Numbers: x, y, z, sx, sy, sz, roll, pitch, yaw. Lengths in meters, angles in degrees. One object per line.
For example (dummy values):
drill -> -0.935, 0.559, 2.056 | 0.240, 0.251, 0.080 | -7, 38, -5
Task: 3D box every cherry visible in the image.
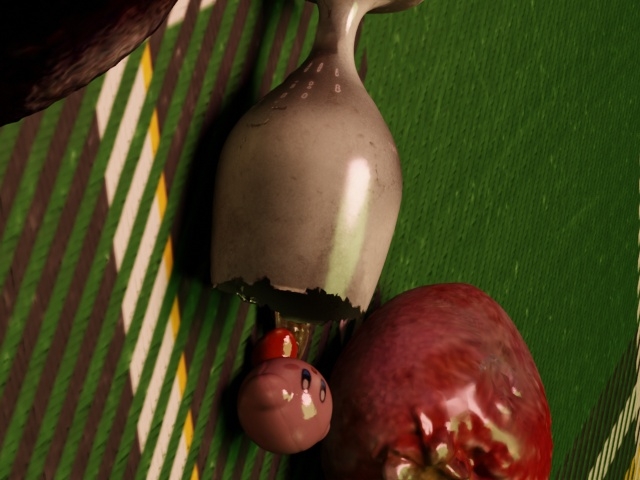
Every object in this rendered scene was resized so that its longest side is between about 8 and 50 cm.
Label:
cherry -> 0.096, 0.131, 1.203 | 0.175, 0.192, 0.249 | 126, -17, -48

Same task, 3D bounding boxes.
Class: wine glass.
wine glass -> -0.001, -0.072, 0.997 | 0.126, 0.126, 0.241 | 40, 57, -62

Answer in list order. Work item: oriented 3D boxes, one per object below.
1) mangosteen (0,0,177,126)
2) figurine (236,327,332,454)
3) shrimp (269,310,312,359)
mangosteen -> -0.157, -0.159, 0.513 | 0.233, 0.288, 0.287 | 16, 81, -37
figurine -> -0.024, 0.116, 1.060 | 0.083, 0.067, 0.071 | 48, 12, -31
shrimp -> -0.003, 0.000, 1.127 | 0.148, 0.035, 0.195 | -24, 116, -66
